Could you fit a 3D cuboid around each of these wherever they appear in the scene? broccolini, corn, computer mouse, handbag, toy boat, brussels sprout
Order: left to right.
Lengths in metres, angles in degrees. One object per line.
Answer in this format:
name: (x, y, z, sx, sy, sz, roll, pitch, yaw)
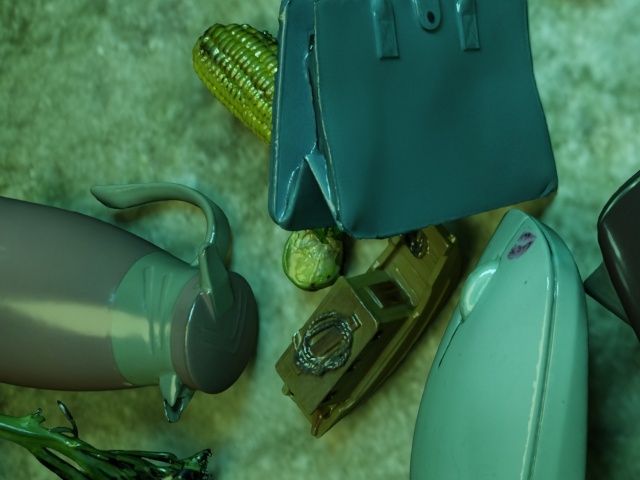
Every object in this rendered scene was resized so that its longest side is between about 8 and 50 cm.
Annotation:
broccolini: (-0.221, 0.168, 1.335, 0.271, 0.062, 0.123, 13, 134, -5)
corn: (-0.012, -0.087, 1.200, 0.203, 0.072, 0.072, 40, 120, 29)
brussels sprout: (0.000, -0.001, 1.208, 0.046, 0.051, 0.083, 15, 142, -2)
toy boat: (0.031, 0.056, 1.180, 0.057, 0.077, 0.200, 51, 125, 23)
handbag: (0.056, -0.082, 1.045, 0.057, 0.221, 0.144, 2, 99, 41)
computer mouse: (0.103, 0.127, 1.076, 0.097, 0.159, 0.289, -3, 105, -4)

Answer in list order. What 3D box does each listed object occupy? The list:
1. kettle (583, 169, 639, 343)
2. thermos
kettle: (0.262, 0.037, 0.948, 0.202, 0.144, 0.232, -43, 64, 28)
thermos: (-0.171, 0.037, 1.317, 0.265, 0.146, 0.176, 7, 76, 31)
